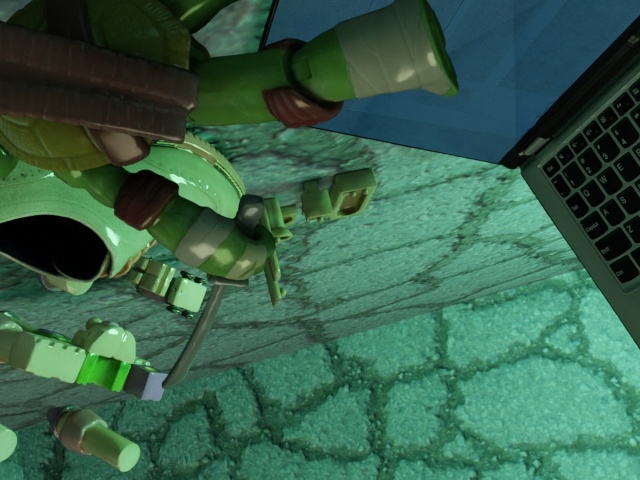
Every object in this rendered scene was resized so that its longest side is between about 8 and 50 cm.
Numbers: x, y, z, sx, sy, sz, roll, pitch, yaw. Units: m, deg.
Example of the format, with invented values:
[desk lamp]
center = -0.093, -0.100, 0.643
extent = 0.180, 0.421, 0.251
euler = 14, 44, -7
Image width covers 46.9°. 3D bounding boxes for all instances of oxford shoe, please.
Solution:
[oxford shoe]
center = -0.196, -0.026, 0.654
extent = 0.140, 0.147, 0.397
euler = -22, 163, 27

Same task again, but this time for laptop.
[laptop]
center = 0.176, -0.058, 0.472
extent = 0.236, 0.408, 0.382
euler = -25, 166, -24

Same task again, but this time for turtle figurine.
[turtle figurine]
center = -0.062, -0.086, 0.428
extent = 0.266, 0.198, 0.275
euler = -21, 137, 17

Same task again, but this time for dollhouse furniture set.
[dollhouse furniture set]
center = 0.000, 0.000, 0.974
extent = 0.151, 0.123, 0.144
euler = -11, 165, -10

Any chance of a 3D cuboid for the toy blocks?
[toy blocks]
center = -0.383, 0.137, 1.049
extent = 0.260, 0.309, 0.288
euler = 15, 170, 34
